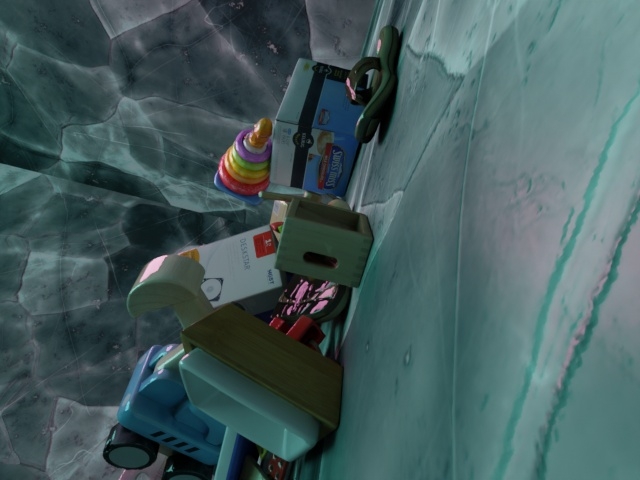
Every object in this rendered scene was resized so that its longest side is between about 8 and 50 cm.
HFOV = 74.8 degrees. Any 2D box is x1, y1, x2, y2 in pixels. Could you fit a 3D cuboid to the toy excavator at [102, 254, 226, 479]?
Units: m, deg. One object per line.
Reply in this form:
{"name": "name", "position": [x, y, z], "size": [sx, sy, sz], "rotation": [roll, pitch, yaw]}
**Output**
{"name": "toy excavator", "position": [-0.275, 0.276, 0.877], "size": [0.445, 0.433, 0.222], "rotation": [-40, 26, 20]}

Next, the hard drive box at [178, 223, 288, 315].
{"name": "hard drive box", "position": [-0.200, 0.086, 0.971], "size": [0.089, 0.232, 0.181], "rotation": [71, -179, -53]}

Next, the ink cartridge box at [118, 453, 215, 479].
{"name": "ink cartridge box", "position": [-0.298, 0.651, 0.899], "size": [0.091, 0.385, 0.308], "rotation": [-50, 10, 14]}

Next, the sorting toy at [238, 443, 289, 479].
{"name": "sorting toy", "position": [-0.109, 0.494, 0.790], "size": [0.132, 0.046, 0.274], "rotation": [13, 88, 54]}

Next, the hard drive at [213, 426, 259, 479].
{"name": "hard drive", "position": [-0.172, 0.473, 0.897], "size": [0.210, 0.040, 0.318], "rotation": [-11, -64, -78]}

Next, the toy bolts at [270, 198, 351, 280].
{"name": "toy bolts", "position": [0.000, 0.000, 0.996], "size": [0.218, 0.159, 0.228], "rotation": [64, 168, -19]}

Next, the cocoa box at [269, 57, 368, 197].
{"name": "cocoa box", "position": [0.002, -0.339, 1.247], "size": [0.231, 0.228, 0.347], "rotation": [104, 177, -49]}

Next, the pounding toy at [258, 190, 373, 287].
{"name": "pounding toy", "position": [-0.022, -0.016, 0.688], "size": [0.206, 0.181, 0.094], "rotation": [-85, 9, -71]}

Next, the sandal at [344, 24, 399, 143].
{"name": "sandal", "position": [0.092, -0.302, 0.805], "size": [0.120, 0.086, 0.302], "rotation": [108, 175, -55]}

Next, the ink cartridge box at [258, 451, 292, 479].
{"name": "ink cartridge box", "position": [-0.100, 0.472, 0.980], "size": [0.261, 0.066, 0.296], "rotation": [-91, 16, -79]}

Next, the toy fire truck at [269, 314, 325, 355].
{"name": "toy fire truck", "position": [-0.031, 0.192, 0.729], "size": [0.047, 0.135, 0.192], "rotation": [-50, -48, -26]}

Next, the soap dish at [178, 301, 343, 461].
{"name": "soap dish", "position": [-0.093, 0.228, 0.650], "size": [0.118, 0.229, 0.290], "rotation": [-58, -8, -32]}

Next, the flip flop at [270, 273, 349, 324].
{"name": "flip flop", "position": [-0.015, 0.117, 0.778], "size": [0.112, 0.080, 0.277], "rotation": [-62, 20, -19]}

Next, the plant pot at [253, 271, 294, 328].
{"name": "plant pot", "position": [-0.109, 0.163, 1.119], "size": [0.236, 0.236, 0.212], "rotation": [111, 180, -67]}

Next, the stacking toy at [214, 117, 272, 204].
{"name": "stacking toy", "position": [-0.194, -0.250, 1.199], "size": [0.302, 0.166, 0.175], "rotation": [-46, 20, 61]}

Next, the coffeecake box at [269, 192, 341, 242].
{"name": "coffeecake box", "position": [-0.041, -0.053, 1.154], "size": [0.068, 0.186, 0.142], "rotation": [44, 129, 43]}
